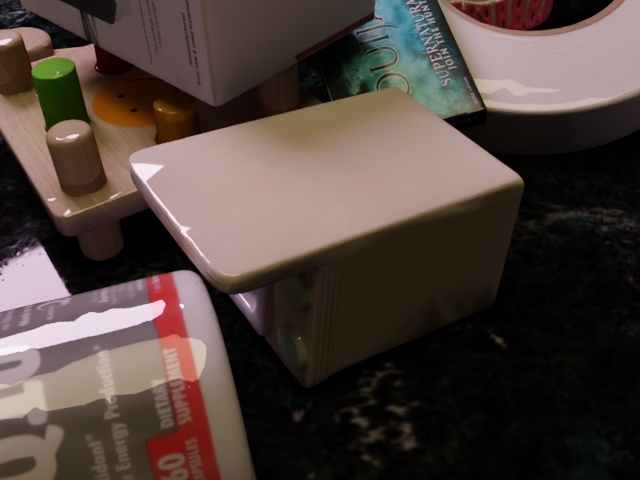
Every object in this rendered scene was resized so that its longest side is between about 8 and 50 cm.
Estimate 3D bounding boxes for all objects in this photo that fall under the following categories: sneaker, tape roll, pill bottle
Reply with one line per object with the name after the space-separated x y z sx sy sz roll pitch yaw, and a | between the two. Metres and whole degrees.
0.171 -0.257 0.935 0.171 0.063 0.074 -17 32 -8 | sneaker
0.210 -0.261 0.840 0.392 0.072 0.391 -3 60 5 | tape roll
-0.187 0.124 0.455 0.283 0.161 0.161 -14 43 -11 | pill bottle

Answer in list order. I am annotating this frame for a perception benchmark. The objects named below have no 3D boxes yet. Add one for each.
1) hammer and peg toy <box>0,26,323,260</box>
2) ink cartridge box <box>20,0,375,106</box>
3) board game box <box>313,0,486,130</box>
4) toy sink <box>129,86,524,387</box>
-0.181 -0.156 0.792 0.266 0.127 0.361 -23 46 -21 | hammer and peg toy
-0.116 -0.246 0.710 0.273 0.114 0.197 31 51 31 | ink cartridge box
0.059 -0.167 0.750 0.126 0.026 0.186 -16 61 -2 | board game box
0.000 0.000 0.599 0.234 0.131 0.153 -19 44 -28 | toy sink
